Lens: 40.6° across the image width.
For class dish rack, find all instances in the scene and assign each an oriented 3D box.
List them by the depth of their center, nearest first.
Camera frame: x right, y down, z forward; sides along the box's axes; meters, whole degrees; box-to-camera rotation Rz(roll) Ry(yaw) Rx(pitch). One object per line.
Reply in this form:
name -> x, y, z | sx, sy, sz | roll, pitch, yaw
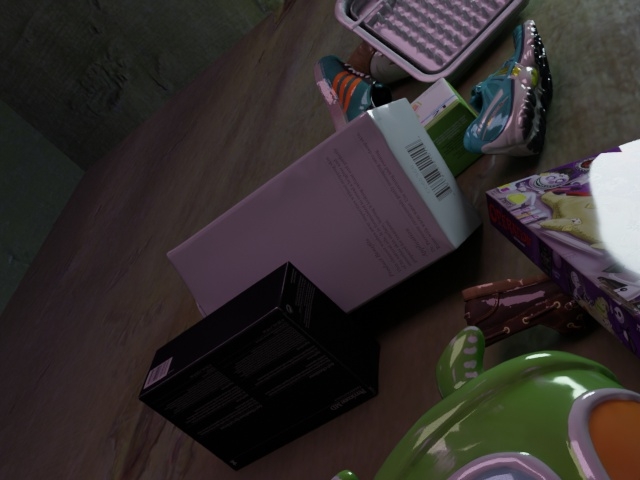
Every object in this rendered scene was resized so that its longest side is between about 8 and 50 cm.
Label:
dish rack -> 0.215, -0.446, 1.639 | 0.285, 0.072, 0.333 | -45, 54, 1

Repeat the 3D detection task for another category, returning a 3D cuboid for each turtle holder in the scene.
turtle holder -> 0.135, 0.242, 0.610 | 0.320, 0.243, 0.227 | -38, 40, -4

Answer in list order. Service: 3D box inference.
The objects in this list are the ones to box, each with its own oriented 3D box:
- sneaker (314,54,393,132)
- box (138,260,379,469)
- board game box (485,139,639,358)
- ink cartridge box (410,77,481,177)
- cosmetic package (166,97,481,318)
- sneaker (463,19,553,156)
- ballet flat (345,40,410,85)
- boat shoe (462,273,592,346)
sneaker -> 0.078, -0.271, 1.660 | 0.121, 0.108, 0.302 | -32, 47, 14
box -> -0.080, 0.173, 1.147 | 0.261, 0.184, 0.103 | -34, 24, 27
board game box -> 0.318, -0.008, 0.833 | 0.208, 0.056, 0.347 | -15, 23, -7
ink cartridge box -> 0.155, -0.175, 1.419 | 0.189, 0.097, 0.255 | -40, 25, 14
cosmetic package -> 0.000, 0.000, 1.208 | 0.385, 0.217, 0.156 | -31, 0, 29
sneaker -> 0.272, -0.226, 1.260 | 0.110, 0.107, 0.275 | -5, 42, 29
ballet flat -> 0.189, -0.400, 1.732 | 0.342, 0.116, 0.124 | -38, 38, 8
boat shoe -> 0.251, 0.067, 0.913 | 0.207, 0.073, 0.073 | -18, 72, 33
